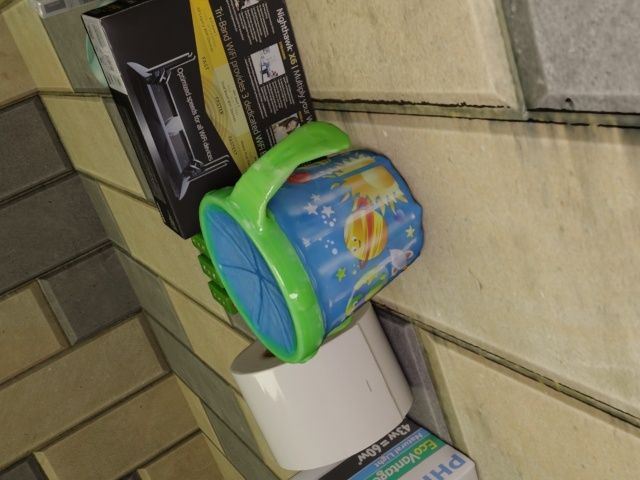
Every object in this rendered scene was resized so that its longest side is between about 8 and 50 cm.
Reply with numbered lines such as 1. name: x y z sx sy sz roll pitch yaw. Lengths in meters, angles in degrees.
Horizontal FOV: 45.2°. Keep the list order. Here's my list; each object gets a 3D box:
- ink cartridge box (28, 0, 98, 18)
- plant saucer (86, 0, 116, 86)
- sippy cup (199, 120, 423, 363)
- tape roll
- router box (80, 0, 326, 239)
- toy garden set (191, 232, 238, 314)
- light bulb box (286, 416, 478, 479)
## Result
1. ink cartridge box: -0.572 -0.545 1.677 0.179 0.145 0.045 38 147 45
2. plant saucer: -0.468 -0.424 1.627 0.195 0.037 0.195 0 90 62
3. sippy cup: 0.000 0.000 0.970 0.240 0.224 0.305 60 159 1
4. tape roll: 0.003 0.219 1.206 0.169 0.246 0.246 65 158 -9
5. router box: -0.140 -0.192 1.024 0.081 0.243 0.309 30 142 52
6. toy garden set: -0.197 0.039 1.562 0.204 0.049 0.244 29 141 56
7. light bulb box: 0.087 0.538 1.253 0.225 0.358 0.361 23 136 54
